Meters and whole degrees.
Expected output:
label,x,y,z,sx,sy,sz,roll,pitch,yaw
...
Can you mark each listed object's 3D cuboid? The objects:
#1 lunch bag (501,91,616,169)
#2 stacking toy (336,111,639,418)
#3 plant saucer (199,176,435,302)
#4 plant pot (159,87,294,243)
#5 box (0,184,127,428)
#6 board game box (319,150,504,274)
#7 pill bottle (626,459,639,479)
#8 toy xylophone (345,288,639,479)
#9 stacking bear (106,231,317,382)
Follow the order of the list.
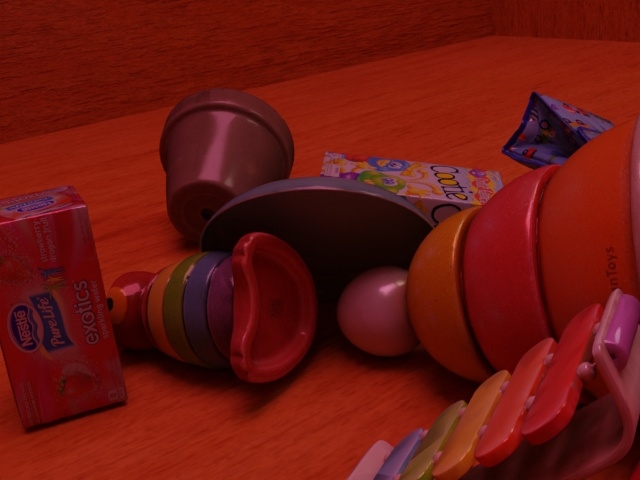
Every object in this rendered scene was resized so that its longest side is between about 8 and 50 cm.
label,x,y,z,sx,sy,sz,roll,pitch,yaw
lunch bag,0.514,-0.134,1.446,0.221,0.138,0.293,12,22,-31
stacking toy,0.220,0.051,0.923,0.480,0.350,0.350,-9,15,36
plant saucer,0.000,0.000,1.066,0.318,0.317,0.043,-3,61,6
plant pot,-0.189,-0.118,1.494,0.263,0.263,0.229,-2,38,8
box,-0.326,0.076,0.962,0.128,0.257,0.122,-13,20,-21
board game box,0.131,-0.031,1.217,0.275,0.144,0.142,6,27,2
pill bottle,0.232,0.250,0.420,0.229,0.229,0.408,11,27,37
toy xylophone,0.138,0.175,0.651,0.323,0.081,0.236,-41,-3,25
stacking bear,-0.165,0.090,1.042,0.289,0.175,0.164,-4,-8,32
